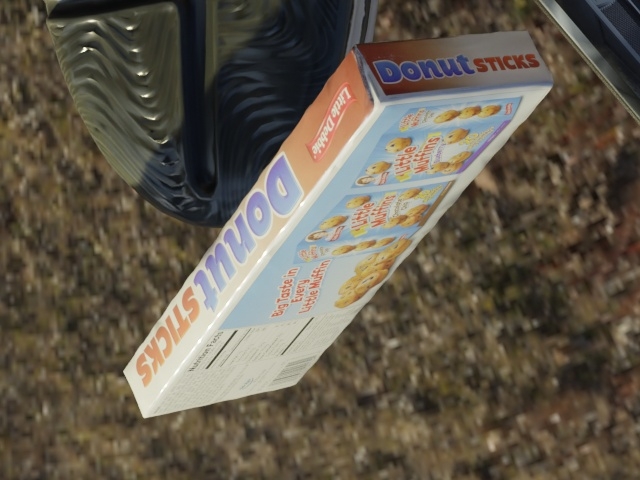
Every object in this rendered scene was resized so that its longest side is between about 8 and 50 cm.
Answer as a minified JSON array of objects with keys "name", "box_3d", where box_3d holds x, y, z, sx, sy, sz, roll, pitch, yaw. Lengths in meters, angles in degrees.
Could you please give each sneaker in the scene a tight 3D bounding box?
[{"name":"sneaker","box_3d":[0.007,-0.226,0.842,0.169,0.448,0.257,-4,176,32]}]

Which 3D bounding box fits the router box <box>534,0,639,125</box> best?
[{"name":"router box","box_3d":[0.277,-0.237,1.375,0.243,0.081,0.309,-40,85,8]}]

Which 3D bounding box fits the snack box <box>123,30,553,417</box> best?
[{"name":"snack box","box_3d":[0.000,0.000,0.558,0.064,0.022,0.178,-8,152,-35]}]
